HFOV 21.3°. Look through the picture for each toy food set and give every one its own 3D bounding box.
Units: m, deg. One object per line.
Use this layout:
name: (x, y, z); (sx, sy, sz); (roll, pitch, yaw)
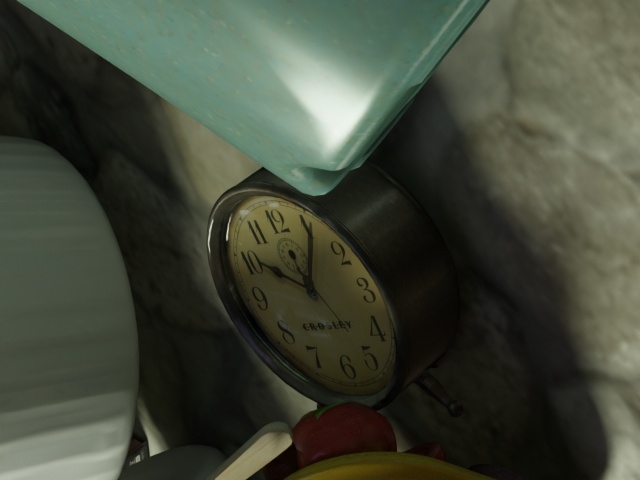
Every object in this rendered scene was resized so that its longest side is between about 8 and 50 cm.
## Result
toy food set: (0.032, 0.128, 0.850); (0.217, 0.071, 0.128); (22, 128, -21)

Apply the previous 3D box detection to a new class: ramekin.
ramekin: (-0.222, 0.063, 1.009); (0.277, 0.135, 0.277); (9, 102, 52)

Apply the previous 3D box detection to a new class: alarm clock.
alarm clock: (0.000, 0.000, 0.834); (0.129, 0.064, 0.192); (-4, 119, 51)

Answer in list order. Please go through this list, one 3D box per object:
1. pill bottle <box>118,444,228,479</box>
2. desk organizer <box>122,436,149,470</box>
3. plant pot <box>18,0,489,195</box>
pill bottle: (-0.062, 0.285, 1.065); (0.160, 0.160, 0.283); (-16, 107, 53)
desk organizer: (-0.147, 0.185, 1.178); (0.050, 0.047, 0.130); (30, 139, 33)
plant pot: (-0.050, -0.209, 0.495); (0.334, 0.341, 0.341); (39, 144, 0)
